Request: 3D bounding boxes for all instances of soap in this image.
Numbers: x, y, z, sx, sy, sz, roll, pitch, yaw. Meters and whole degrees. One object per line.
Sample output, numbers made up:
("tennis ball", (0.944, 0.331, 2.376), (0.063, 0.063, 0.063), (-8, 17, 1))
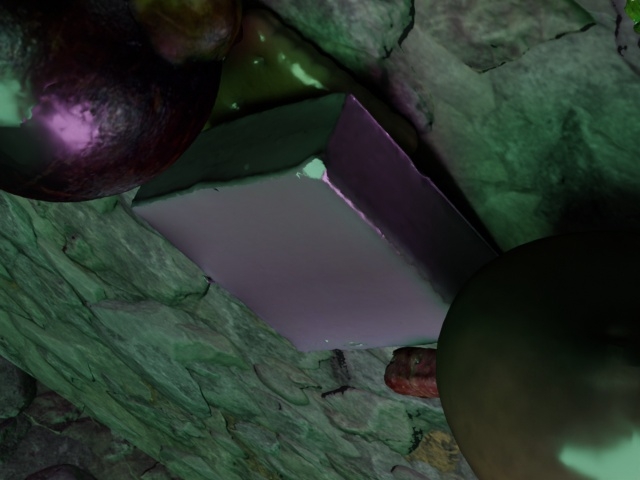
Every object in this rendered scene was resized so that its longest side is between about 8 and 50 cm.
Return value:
("soap", (0.000, 0.000, 0.978), (0.285, 0.107, 0.296), (-7, 140, 43))

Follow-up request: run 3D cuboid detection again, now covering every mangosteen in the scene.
("mangosteen", (-0.227, -0.197, 0.841), (0.330, 0.330, 0.330), (28, 149, 18))

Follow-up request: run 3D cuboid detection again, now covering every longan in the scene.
("longan", (0.255, 0.124, 0.774), (0.350, 0.288, 0.288), (14, 144, 49))

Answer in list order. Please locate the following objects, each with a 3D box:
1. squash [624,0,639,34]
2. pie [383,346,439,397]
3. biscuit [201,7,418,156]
("squash", (0.246, -0.191, 0.550), (0.077, 0.068, 0.219), (26, 150, -1))
("pie", (0.175, 0.152, 1.038), (0.204, 0.054, 0.218), (0, 169, 37))
("biscuit", (-0.038, -0.094, 1.032), (0.217, 0.044, 0.325), (38, 151, -2))
